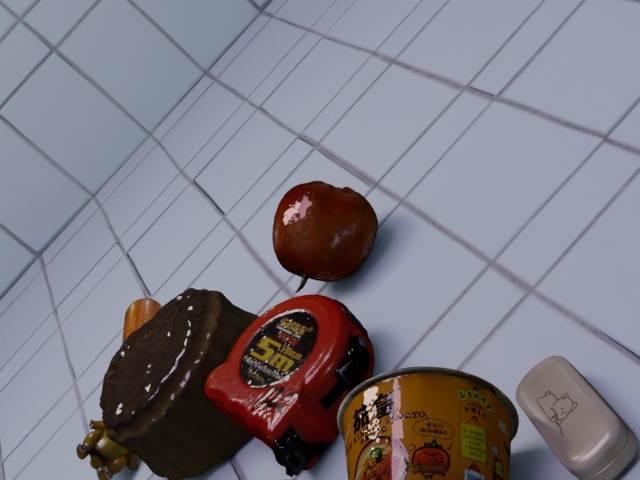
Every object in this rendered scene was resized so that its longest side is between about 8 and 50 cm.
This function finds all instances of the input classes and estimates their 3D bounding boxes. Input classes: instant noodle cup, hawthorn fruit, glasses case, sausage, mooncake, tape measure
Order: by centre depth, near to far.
[{"bbox_3d":[0.122,0.273,1.333,0.216,0.216,0.172,-32,35,31],"label":"instant noodle cup"},{"bbox_3d":[0.289,0.203,1.337,0.083,0.050,0.196,-47,24,6],"label":"glasses case"},{"bbox_3d":[-0.035,0.205,1.775,0.260,0.114,0.253,-49,34,-15],"label":"tape measure"},{"bbox_3d":[-0.227,0.236,1.990,0.324,0.187,0.324,-40,26,23],"label":"mooncake"},{"bbox_3d":[0.000,0.000,1.996,0.179,0.179,0.200,-5,64,57],"label":"hawthorn fruit"},{"bbox_3d":[-0.357,0.204,2.371,0.093,0.093,0.312,-42,24,13],"label":"sausage"}]

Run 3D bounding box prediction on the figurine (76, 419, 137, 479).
[{"bbox_3d":[-0.361,0.362,2.157,0.176,0.121,0.122,-42,-7,-21],"label":"figurine"}]
